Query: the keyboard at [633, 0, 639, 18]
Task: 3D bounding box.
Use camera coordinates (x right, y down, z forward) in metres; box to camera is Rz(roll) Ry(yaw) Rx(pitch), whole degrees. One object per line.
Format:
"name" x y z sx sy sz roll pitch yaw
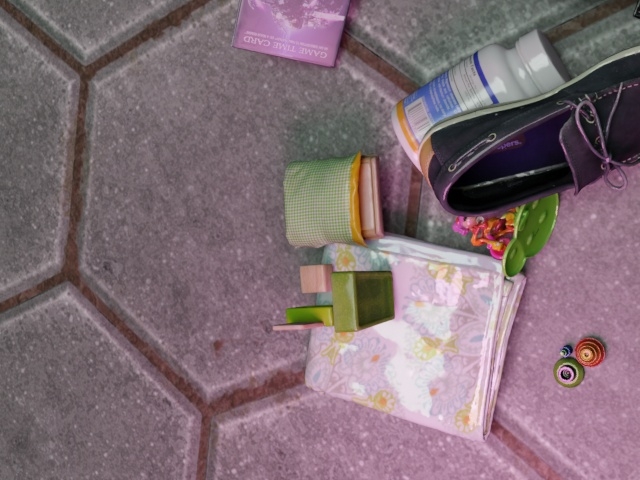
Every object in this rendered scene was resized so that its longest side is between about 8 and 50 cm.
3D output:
"keyboard" 0.540 -0.430 1.423 0.108 0.023 0.180 22 102 27

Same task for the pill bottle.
"pill bottle" 0.265 -0.227 1.506 0.272 0.152 0.152 -30 78 25

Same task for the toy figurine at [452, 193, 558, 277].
"toy figurine" 0.283 -0.037 1.525 0.159 0.130 0.173 21 72 38

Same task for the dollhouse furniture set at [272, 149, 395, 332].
"dollhouse furniture set" 0.000 0.000 1.559 0.197 0.151 0.302 -5 89 30

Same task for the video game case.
"video game case" -0.038 -0.458 1.630 0.196 0.026 0.274 10 118 -10

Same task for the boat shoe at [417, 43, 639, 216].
"boat shoe" 0.390 -0.154 1.364 0.500 0.156 0.187 -16 129 15

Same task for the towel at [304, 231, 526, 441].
"towel" 0.154 0.154 1.619 0.374 0.090 0.321 14 98 27

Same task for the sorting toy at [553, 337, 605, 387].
"sorting toy" 0.417 0.199 1.507 0.061 0.042 0.102 46 112 18
